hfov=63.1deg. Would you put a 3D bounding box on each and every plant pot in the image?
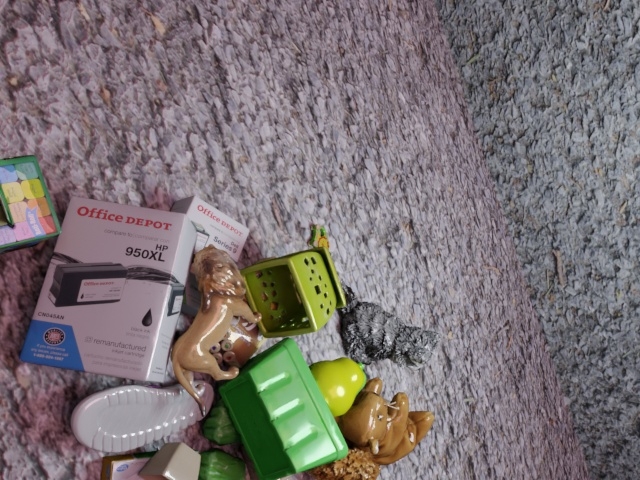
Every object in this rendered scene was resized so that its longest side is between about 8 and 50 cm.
[{"bbox_3d":[-0.369,0.573,1.321,0.109,0.109,0.096,49,41,-26],"label":"plant pot"},{"bbox_3d":[-0.068,0.142,1.553,0.207,0.228,0.227,-25,98,-48],"label":"plant pot"}]

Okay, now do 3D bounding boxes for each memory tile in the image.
[{"bbox_3d":[-0.320,0.305,1.479,0.148,0.012,0.113,-8,108,-3],"label":"memory tile"}]

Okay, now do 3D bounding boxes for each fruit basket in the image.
[{"bbox_3d":[-0.051,0.466,1.520,0.392,0.283,0.391,26,45,-30],"label":"fruit basket"}]

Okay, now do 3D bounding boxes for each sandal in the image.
[{"bbox_3d":[-0.460,0.441,1.354,0.416,0.102,0.169,16,88,-53],"label":"sandal"}]

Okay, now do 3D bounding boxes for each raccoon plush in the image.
[{"bbox_3d":[0.210,0.303,1.843,0.446,0.299,0.216,45,57,-28],"label":"raccoon plush"}]

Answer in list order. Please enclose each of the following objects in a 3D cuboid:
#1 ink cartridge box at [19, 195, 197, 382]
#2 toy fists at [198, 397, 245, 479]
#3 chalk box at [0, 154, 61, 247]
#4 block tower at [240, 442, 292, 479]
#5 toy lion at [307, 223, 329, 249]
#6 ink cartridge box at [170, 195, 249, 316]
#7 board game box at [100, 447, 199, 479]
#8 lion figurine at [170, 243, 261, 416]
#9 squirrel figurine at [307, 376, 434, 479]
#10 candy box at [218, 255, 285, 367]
[{"bbox_3d":[-0.484,0.117,1.242,0.286,0.166,0.394,9,73,-1],"label":"ink cartridge box"},{"bbox_3d":[-0.281,0.591,1.490,0.142,0.096,0.278,34,60,-48],"label":"toy fists"},{"bbox_3d":[-0.679,-0.067,1.094,0.179,0.289,0.180,-20,97,-42],"label":"chalk box"},{"bbox_3d":[-0.141,0.765,1.591,0.091,0.097,0.335,-19,98,-42],"label":"block tower"},{"bbox_3d":[0.000,0.000,1.885,0.096,0.034,0.100,26,66,-45],"label":"toy lion"},{"bbox_3d":[-0.358,0.047,1.483,0.211,0.122,0.289,34,63,-34],"label":"ink cartridge box"},{"bbox_3d":[-0.446,0.712,1.338,0.242,0.064,0.316,13,75,-41],"label":"board game box"},{"bbox_3d":[-0.286,0.222,1.329,0.240,0.142,0.391,55,41,-46],"label":"lion figurine"},{"bbox_3d":[0.144,0.649,1.701,0.396,0.281,0.370,-57,156,-3],"label":"squirrel figurine"},{"bbox_3d":[-0.214,0.215,1.613,0.316,0.088,0.182,-46,113,-38],"label":"candy box"}]
